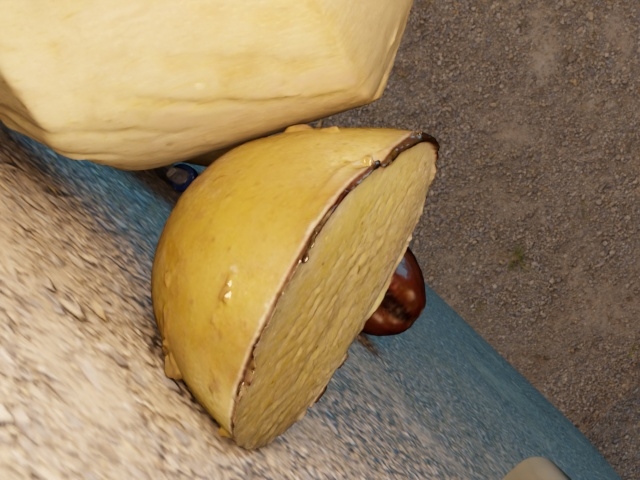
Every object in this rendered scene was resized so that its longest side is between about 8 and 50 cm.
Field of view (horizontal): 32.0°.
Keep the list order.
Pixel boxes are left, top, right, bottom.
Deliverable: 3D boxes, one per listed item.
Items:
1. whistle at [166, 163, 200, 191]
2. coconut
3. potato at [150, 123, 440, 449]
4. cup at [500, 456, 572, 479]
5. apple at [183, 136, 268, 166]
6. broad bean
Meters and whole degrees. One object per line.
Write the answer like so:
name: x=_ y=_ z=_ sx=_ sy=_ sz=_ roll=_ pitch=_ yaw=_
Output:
whistle: x=-0.135 y=-0.063 z=1.134 sx=0.029 sy=0.033 sz=0.083 roll=50 pitch=7 yaw=14
coconut: x=-0.068 y=-0.190 z=0.648 sx=0.329 sy=0.329 sz=0.329 roll=44 pitch=5 yaw=-5
potato: x=-0.031 y=0.006 z=0.642 sx=0.117 sy=0.202 sz=0.182 roll=29 pitch=8 yaw=20
cup: x=0.207 y=0.261 z=0.934 sx=0.128 sy=0.095 sz=0.129 roll=44 pitch=4 yaw=-10
apple: x=-0.154 y=-0.187 z=1.135 sx=0.254 sy=0.179 sz=0.346 roll=45 pitch=8 yaw=-26
broad bean: x=0.045 y=0.023 z=1.373 sx=0.156 sy=0.122 sz=0.228 roll=38 pitch=12 yaw=-40
